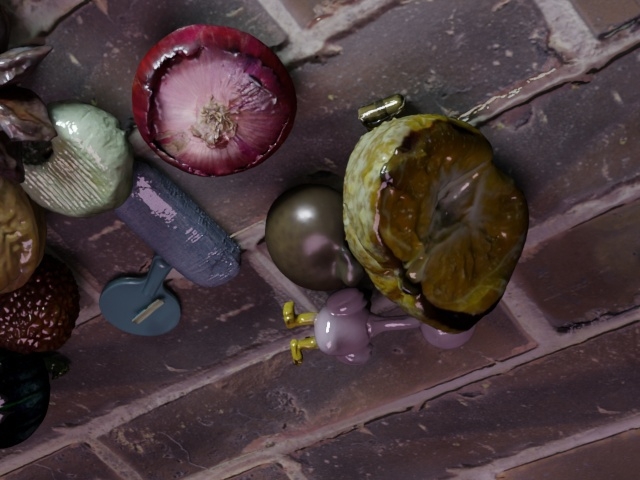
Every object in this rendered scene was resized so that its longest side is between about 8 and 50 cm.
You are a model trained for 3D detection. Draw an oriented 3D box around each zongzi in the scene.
[{"bbox_3d":[0.106,-0.183,1.784,0.076,0.040,0.083,-19,138,17],"label":"zongzi"}]

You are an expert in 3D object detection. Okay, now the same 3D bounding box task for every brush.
[{"bbox_3d":[-0.314,0.128,2.114,0.016,0.013,0.083,30,130,-32],"label":"brush"}]

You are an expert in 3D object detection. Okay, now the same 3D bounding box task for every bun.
[{"bbox_3d":[-0.386,-0.139,1.844,0.212,0.126,0.204,-6,124,28],"label":"bun"}]

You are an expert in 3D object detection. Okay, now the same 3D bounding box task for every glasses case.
[{"bbox_3d":[-0.249,-0.023,1.970,0.109,0.067,0.282,-31,118,27],"label":"glasses case"}]

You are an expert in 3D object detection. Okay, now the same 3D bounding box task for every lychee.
[{"bbox_3d":[-0.520,0.108,2.070,0.188,0.188,0.188,5,132,6],"label":"lychee"}]

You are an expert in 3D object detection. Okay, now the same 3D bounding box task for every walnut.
[{"bbox_3d":[-0.553,-0.022,1.928,0.198,0.198,0.245,2,113,8],"label":"walnut"}]

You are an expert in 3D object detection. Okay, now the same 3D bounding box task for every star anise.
[{"bbox_3d":[-0.529,-0.232,1.745,0.331,0.117,0.332,14,119,26],"label":"star anise"}]

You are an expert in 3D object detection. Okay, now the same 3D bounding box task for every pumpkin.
[{"bbox_3d":[-0.596,0.267,2.216,0.248,0.248,0.248,5,132,6],"label":"pumpkin"}]

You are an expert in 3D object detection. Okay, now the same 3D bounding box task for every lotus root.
[{"bbox_3d":[0.063,0.121,2.053,0.049,0.054,0.099,11,130,-19],"label":"lotus root"}]

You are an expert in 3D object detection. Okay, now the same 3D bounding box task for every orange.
[{"bbox_3d":[0.160,-0.041,1.774,0.210,0.271,0.369,23,155,54],"label":"orange"}]

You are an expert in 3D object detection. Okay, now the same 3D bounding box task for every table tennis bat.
[{"bbox_3d":[-0.318,0.100,2.114,0.153,0.040,0.244,21,136,-12],"label":"table tennis bat"}]

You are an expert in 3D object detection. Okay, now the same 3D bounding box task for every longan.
[{"bbox_3d":[0.000,0.000,1.863,0.159,0.204,0.185,-34,146,-16],"label":"longan"}]

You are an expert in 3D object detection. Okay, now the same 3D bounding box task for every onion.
[{"bbox_3d":[-0.158,-0.212,1.722,0.248,0.161,0.248,-1,138,-1],"label":"onion"}]

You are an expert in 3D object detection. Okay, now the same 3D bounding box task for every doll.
[{"bbox_3d":[0.124,0.134,1.987,0.365,0.094,0.160,-13,119,-5],"label":"doll"}]
